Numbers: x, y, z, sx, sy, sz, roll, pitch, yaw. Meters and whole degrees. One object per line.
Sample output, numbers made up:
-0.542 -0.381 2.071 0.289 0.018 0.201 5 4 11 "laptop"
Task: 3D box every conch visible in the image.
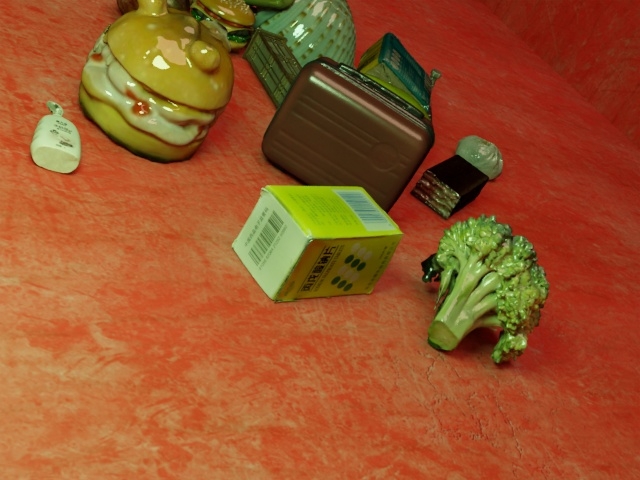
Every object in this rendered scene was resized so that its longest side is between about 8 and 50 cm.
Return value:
-0.019 -0.545 2.253 0.319 0.215 0.303 27 38 -8 "conch"

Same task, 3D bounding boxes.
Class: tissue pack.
0.183 -0.402 2.278 0.192 0.134 0.271 45 24 -13 "tissue pack"

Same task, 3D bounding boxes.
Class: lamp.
-0.077 -0.363 2.020 0.089 0.090 0.325 11 35 -36 "lamp"

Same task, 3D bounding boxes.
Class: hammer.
0.289 -0.351 2.384 0.033 0.111 0.288 23 37 -11 "hammer"

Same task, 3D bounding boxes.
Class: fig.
-0.343 -0.524 1.932 0.202 0.149 0.148 18 49 -9 "fig"

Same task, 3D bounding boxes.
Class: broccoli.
0.268 0.104 1.566 0.247 0.263 0.243 13 41 38 "broccoli"

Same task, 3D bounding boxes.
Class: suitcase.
0.055 -0.201 1.736 0.297 0.236 0.161 32 27 -2 "suitcase"

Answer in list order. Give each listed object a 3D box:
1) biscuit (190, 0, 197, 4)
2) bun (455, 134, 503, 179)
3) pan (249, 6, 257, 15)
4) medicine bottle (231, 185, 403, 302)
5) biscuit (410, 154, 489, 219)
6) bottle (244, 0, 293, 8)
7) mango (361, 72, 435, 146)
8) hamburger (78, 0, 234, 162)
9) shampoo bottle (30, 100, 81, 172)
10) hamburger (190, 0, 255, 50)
-0.431 -0.646 2.145 0.376 0.051 0.269 4 41 -47 "biscuit"
0.424 -0.225 2.320 0.141 0.083 0.141 26 25 -13 "bun"
-0.193 -0.620 2.380 0.115 0.023 0.068 38 29 5 "pan"
0.000 0.000 1.463 0.250 0.137 0.141 -2 44 -47 "medicine bottle"
0.304 -0.128 2.054 0.106 0.070 0.252 38 28 12 "biscuit"
-0.188 -0.630 2.150 0.260 0.112 0.112 14 19 26 "bottle"
0.152 -0.279 2.049 0.343 0.156 0.192 13 42 -43 "mango"
-0.275 -0.302 1.565 0.276 0.237 0.276 26 30 -16 "hamburger"
-0.417 -0.168 1.402 0.077 0.045 0.152 18 30 -26 "shampoo bottle"
-0.231 -0.521 2.085 0.162 0.115 0.162 26 27 -14 "hamburger"
